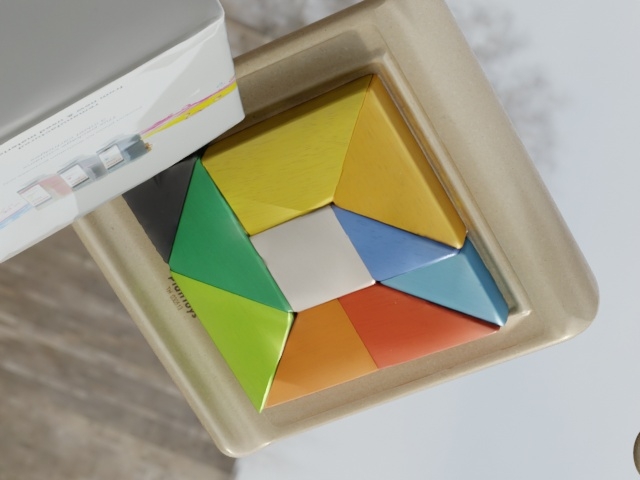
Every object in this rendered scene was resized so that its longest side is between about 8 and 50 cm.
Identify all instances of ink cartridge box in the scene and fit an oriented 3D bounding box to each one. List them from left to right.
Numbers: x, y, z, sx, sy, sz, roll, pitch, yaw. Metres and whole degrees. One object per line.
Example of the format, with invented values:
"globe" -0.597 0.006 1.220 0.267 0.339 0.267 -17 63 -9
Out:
"ink cartridge box" -0.111 -0.079 0.682 0.127 0.128 0.176 -30 174 -4

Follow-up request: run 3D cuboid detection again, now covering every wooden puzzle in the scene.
"wooden puzzle" 0.000 0.000 1.064 0.238 0.221 0.044 -23 -158 19

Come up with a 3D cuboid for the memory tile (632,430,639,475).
"memory tile" 0.225 0.067 0.960 0.012 0.113 0.148 82 33 -85
